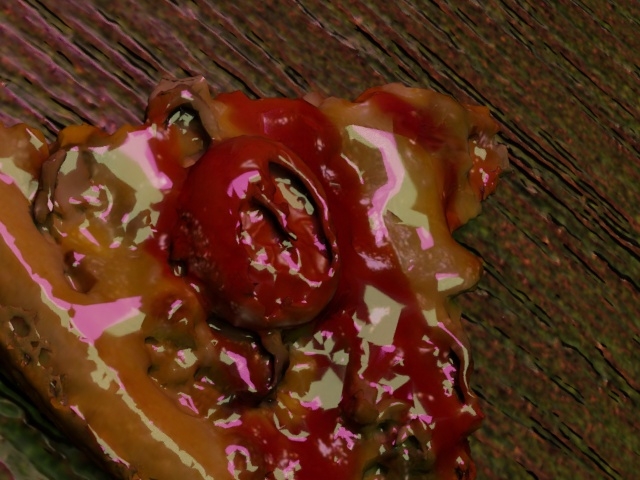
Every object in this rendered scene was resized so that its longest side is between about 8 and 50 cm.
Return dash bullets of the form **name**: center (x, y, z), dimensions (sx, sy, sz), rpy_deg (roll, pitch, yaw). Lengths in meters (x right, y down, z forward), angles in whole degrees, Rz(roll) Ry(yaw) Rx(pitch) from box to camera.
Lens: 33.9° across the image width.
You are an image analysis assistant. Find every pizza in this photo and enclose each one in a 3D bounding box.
- **pizza**: center (0.000, 0.000, 0.683), dimensions (0.440, 0.130, 0.406), rpy_deg (44, 58, -7)
